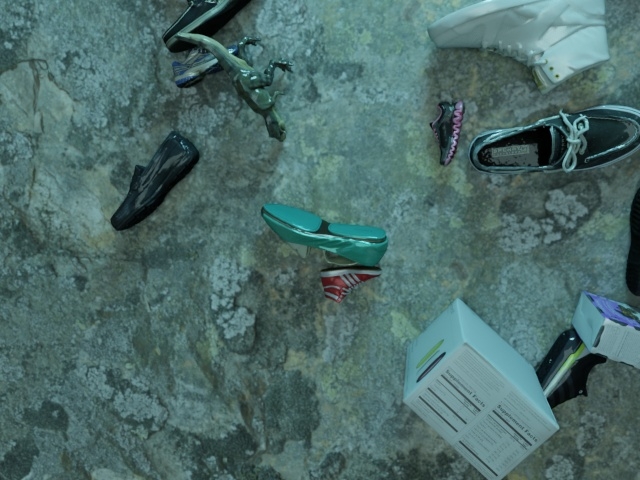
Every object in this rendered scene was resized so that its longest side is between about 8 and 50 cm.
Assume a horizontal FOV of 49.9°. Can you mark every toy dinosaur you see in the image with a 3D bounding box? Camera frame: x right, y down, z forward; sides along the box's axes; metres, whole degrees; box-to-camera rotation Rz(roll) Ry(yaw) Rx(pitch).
[{"bbox_3d":[-0.124,-0.301,1.226,0.268,0.064,0.118,45,65,-23],"label":"toy dinosaur"}]

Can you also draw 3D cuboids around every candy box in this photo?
[{"bbox_3d":[0.553,0.167,1.184,0.196,0.165,0.070,18,104,4],"label":"candy box"}]

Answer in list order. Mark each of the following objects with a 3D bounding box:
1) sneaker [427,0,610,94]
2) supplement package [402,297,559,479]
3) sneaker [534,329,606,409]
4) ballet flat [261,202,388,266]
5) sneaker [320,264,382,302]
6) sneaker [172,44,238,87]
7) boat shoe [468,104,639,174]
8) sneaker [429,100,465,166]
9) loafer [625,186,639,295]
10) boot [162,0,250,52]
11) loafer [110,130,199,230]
[{"bbox_3d":[0.338,-0.324,1.157,0.293,0.108,0.169,-11,95,9],"label":"sneaker"},{"bbox_3d":[0.266,0.246,1.190,0.204,0.262,0.145,43,103,-1],"label":"supplement package"},{"bbox_3d":[0.442,0.274,1.261,0.097,0.084,0.234,31,103,0],"label":"sneaker"},{"bbox_3d":[0.000,0.000,1.280,0.247,0.083,0.087,14,116,7],"label":"ballet flat"},{"bbox_3d":[0.061,0.084,1.303,0.119,0.042,0.067,-4,96,17],"label":"sneaker"},{"bbox_3d":[-0.216,-0.334,1.264,0.135,0.052,0.058,-23,89,10],"label":"sneaker"},{"bbox_3d":[0.410,-0.169,1.174,0.306,0.105,0.113,-3,100,9],"label":"boat shoe"},{"bbox_3d":[0.222,-0.193,1.232,0.057,0.047,0.119,11,94,13],"label":"sneaker"},{"bbox_3d":[0.590,-0.010,1.199,0.078,0.080,0.220,2,106,-2],"label":"loafer"},{"bbox_3d":[-0.224,-0.466,1.218,0.236,0.085,0.178,-41,91,0],"label":"boot"},{"bbox_3d":[-0.326,-0.111,1.310,0.078,0.076,0.223,44,98,4],"label":"loafer"}]
